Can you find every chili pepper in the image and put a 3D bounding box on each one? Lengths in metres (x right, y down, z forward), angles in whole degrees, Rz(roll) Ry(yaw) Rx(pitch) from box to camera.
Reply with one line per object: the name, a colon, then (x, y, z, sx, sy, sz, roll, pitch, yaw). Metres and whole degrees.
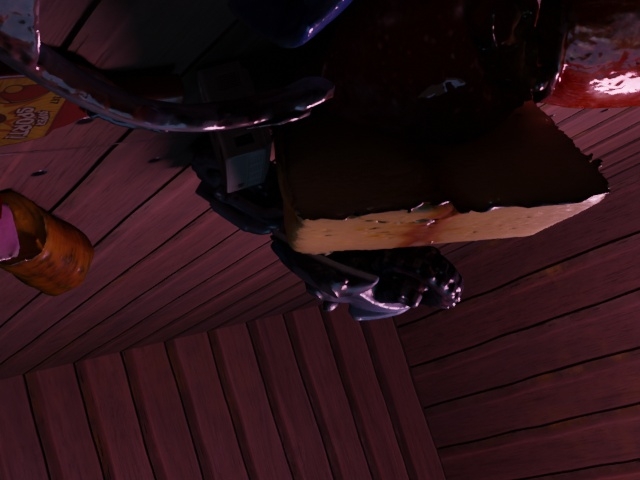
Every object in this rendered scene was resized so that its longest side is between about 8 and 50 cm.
chili pepper: (0.361, -0.258, 1.080, 0.305, 0.229, 0.251, -5, -178, -8)

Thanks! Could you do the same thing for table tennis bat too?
table tennis bat: (-0.287, -0.141, 1.009, 0.310, 0.038, 0.200, -9, 169, -28)

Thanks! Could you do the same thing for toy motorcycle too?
toy motorcycle: (-0.087, -0.192, 0.603, 0.319, 0.182, 0.241, -10, 140, -35)
toy motorcycle: (0.000, 0.000, 1.419, 0.416, 0.172, 0.232, 27, 161, -1)

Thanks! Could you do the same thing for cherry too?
cherry: (0.100, -0.186, 1.027, 0.249, 0.175, 0.192, -16, 161, 30)

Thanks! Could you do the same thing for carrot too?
carrot: (-0.403, 0.010, 1.436, 0.114, 0.114, 0.302, -17, 169, -2)

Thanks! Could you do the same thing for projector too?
projector: (-0.098, -0.130, 1.159, 0.061, 0.115, 0.147, -18, 171, -9)

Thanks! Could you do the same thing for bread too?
bread: (0.099, -0.104, 1.108, 0.345, 0.242, 0.405, -6, 170, 4)

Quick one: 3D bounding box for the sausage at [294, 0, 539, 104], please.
sausage: (0.118, -0.220, 1.161, 0.304, 0.078, 0.078, -16, 170, -5)

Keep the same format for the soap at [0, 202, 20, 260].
soap: (-0.524, 0.022, 1.227, 0.259, 0.081, 0.181, -13, -179, 33)

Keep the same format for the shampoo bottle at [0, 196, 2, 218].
shampoo bottle: (-0.496, -0.031, 1.029, 0.314, 0.076, 0.118, -11, 157, 2)
